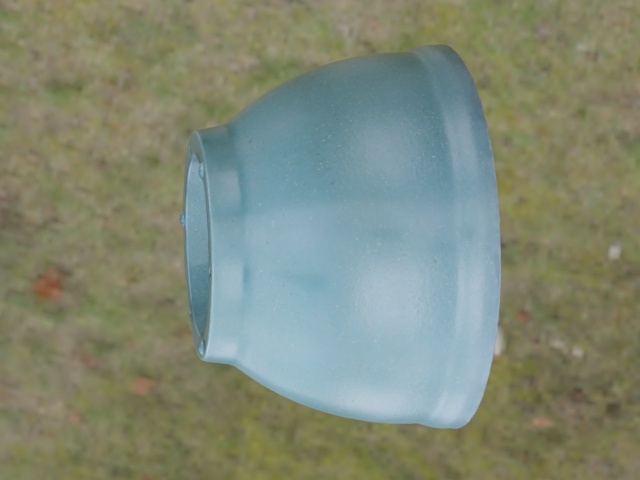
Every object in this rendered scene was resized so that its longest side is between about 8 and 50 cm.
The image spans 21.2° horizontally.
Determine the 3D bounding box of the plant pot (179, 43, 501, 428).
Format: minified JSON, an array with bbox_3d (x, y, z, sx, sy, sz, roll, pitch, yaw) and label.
[{"bbox_3d":[0.000,0.000,1.285,0.196,0.293,0.293,-2,155,-12],"label":"plant pot"}]
